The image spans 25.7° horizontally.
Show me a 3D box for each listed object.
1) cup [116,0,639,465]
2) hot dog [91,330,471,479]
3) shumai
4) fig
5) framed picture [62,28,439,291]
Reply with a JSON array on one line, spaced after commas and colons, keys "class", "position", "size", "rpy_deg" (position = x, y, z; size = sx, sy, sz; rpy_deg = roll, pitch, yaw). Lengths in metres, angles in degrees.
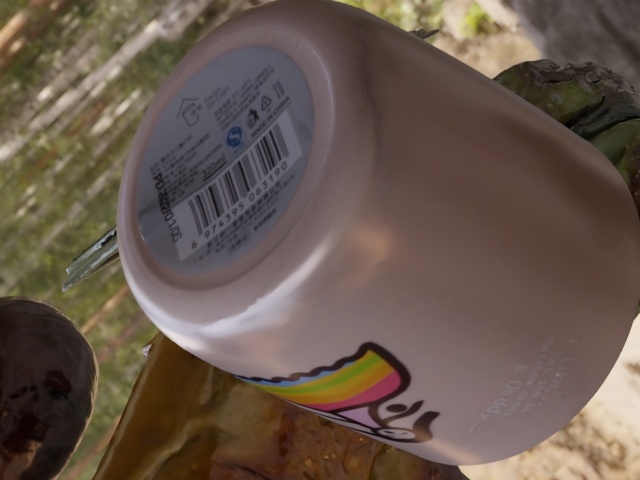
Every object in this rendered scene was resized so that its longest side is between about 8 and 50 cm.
[{"class": "cup", "position": [0.000, 0.000, 0.705], "size": [0.200, 0.253, 0.192], "rpy_deg": [26, -119, -43]}, {"class": "hot dog", "position": [-0.047, 0.298, 1.078], "size": [0.367, 0.196, 0.365], "rpy_deg": [41, -134, -19]}, {"class": "shumai", "position": [0.255, -0.003, 1.262], "size": [0.263, 0.309, 0.304], "rpy_deg": [27, 153, 48]}, {"class": "fig", "position": [-0.341, 0.168, 1.448], "size": [0.214, 0.235, 0.235], "rpy_deg": [64, 180, -26]}, {"class": "framed picture", "position": [-0.043, -0.066, 0.965], "size": [0.016, 0.216, 0.273], "rpy_deg": [53, -152, 0]}]
